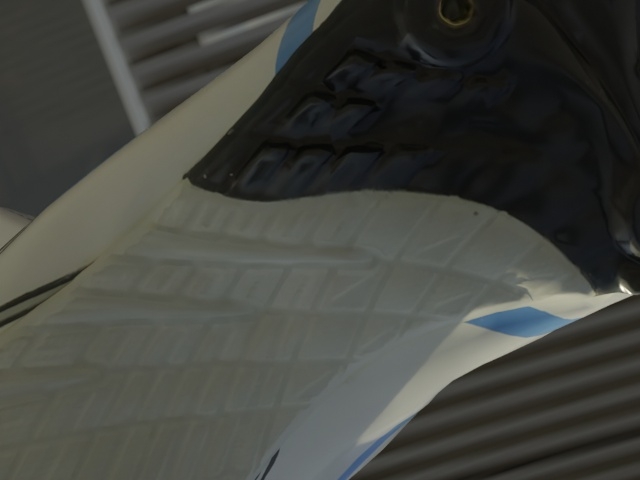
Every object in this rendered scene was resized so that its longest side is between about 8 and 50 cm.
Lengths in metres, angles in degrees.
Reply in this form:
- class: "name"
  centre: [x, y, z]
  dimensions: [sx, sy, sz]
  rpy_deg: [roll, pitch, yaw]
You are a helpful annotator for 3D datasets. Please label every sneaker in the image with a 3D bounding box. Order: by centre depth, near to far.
- class: "sneaker"
  centre: [0.000, 0.000, 0.349]
  dimensions: [0.237, 0.085, 0.086]
  rpy_deg: [-37, -164, 5]

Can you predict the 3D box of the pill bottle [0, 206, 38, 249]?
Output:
- class: "pill bottle"
  centre: [-0.158, 0.084, 0.771]
  dimensions: [0.204, 0.204, 0.361]
  rpy_deg: [-20, 180, -1]
